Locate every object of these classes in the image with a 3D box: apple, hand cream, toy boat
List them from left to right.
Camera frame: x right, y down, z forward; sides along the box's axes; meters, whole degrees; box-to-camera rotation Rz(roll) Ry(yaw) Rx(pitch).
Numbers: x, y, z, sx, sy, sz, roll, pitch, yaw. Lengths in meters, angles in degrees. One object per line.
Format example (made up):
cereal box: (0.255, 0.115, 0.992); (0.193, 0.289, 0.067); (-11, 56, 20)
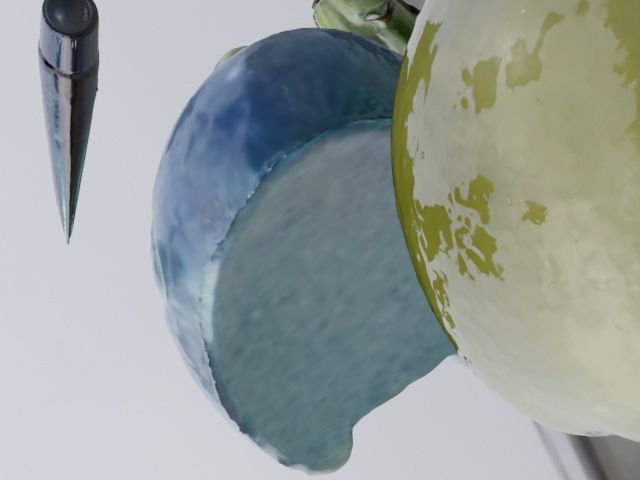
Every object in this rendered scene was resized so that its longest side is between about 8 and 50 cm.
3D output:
hand cream: (-0.267, -0.130, 1.633); (0.120, 0.061, 0.270); (-108, 22, -43)
toy boat: (0.000, 0.000, 0.933); (0.123, 0.215, 0.330); (54, 176, 37)
apple: (0.175, -0.035, 0.716); (0.292, 0.292, 0.254); (-2, -90, -77)

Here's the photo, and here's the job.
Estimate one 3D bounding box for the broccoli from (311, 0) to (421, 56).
broccoli: (0.114, -0.103, 1.243); (0.273, 0.242, 0.180); (40, -167, -15)
